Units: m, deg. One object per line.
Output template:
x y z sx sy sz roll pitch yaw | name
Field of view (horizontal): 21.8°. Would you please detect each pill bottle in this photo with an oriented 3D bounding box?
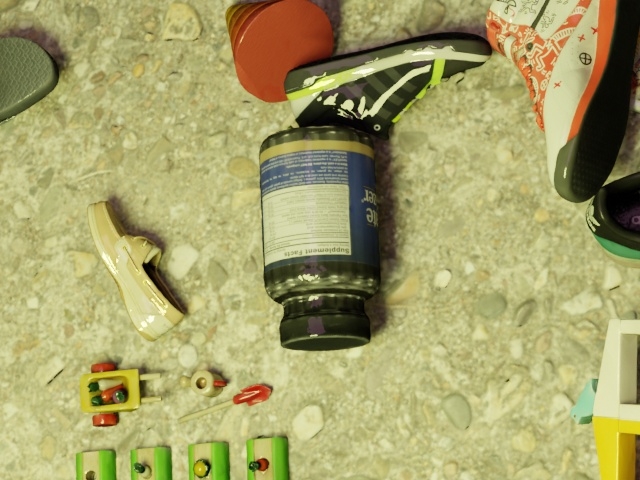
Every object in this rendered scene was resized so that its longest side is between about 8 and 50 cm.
0.000 0.000 1.720 0.123 0.123 0.219 -7 77 19 | pill bottle

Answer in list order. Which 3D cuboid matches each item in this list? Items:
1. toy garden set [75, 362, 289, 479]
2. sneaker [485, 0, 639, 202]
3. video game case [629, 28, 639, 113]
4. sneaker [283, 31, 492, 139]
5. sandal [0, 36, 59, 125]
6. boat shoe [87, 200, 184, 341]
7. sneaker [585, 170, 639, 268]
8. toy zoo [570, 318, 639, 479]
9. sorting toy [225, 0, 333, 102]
-0.157 0.224 1.771 0.244 0.049 0.203 -7 77 19 | toy garden set
0.234 -0.169 1.677 0.145 0.090 0.270 5 77 37 | sneaker
0.422 -0.216 1.663 0.206 0.026 0.227 18 86 22 | video game case
0.074 -0.158 1.765 0.235 0.084 0.097 -11 101 18 | sneaker
-0.407 -0.164 1.949 0.255 0.054 0.097 -21 65 25 | sandal
-0.200 0.025 1.825 0.059 0.063 0.170 -29 80 10 | boat shoe
0.403 -0.031 1.579 0.302 0.121 0.108 -9 75 17 | sneaker
0.353 0.169 1.540 0.293 0.030 0.192 -3 85 49 | toy zoo
0.005 -0.328 1.813 0.365 0.127 0.126 -54 43 4 | sorting toy
